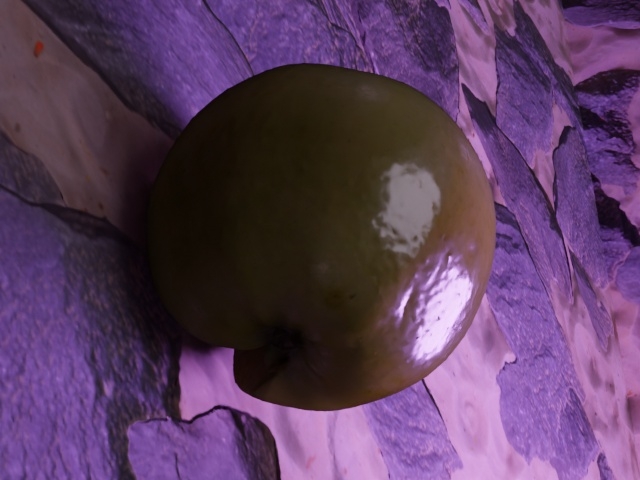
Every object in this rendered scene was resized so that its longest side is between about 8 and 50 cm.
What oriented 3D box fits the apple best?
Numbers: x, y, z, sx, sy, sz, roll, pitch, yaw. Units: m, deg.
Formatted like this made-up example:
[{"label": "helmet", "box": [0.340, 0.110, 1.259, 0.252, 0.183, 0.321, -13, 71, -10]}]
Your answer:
[{"label": "apple", "box": [0.000, 0.000, 1.133, 0.292, 0.292, 0.254, 54, 38, -36]}]
